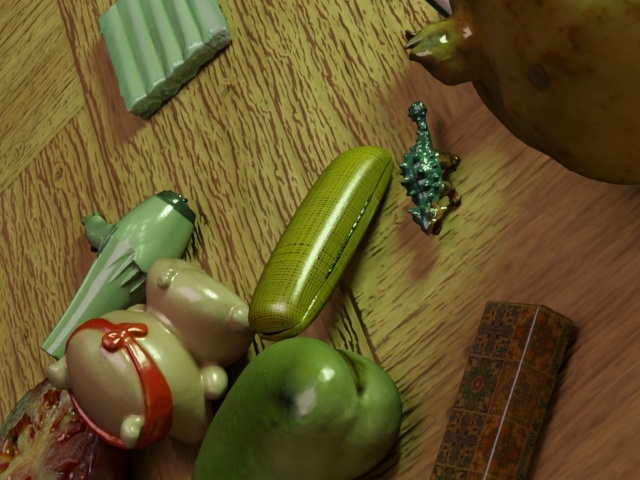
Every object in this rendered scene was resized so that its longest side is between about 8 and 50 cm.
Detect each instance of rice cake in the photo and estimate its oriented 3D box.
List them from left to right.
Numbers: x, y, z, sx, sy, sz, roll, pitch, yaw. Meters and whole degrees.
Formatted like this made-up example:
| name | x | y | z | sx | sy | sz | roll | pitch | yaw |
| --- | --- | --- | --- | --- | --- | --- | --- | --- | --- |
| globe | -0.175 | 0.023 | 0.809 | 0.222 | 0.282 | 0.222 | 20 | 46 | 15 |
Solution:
| name | x | y | z | sx | sy | sz | roll | pitch | yaw |
| --- | --- | --- | --- | --- | --- | --- | --- | --- | --- |
| rice cake | -0.188 | -0.256 | 2.266 | 0.189 | 0.037 | 0.198 | -39 | 43 | 27 |

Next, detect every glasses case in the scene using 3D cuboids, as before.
| name | x | y | z | sx | sy | sz | roll | pitch | yaw |
| --- | --- | --- | --- | --- | --- | --- | --- | --- | --- |
| glasses case | 0.000 | 0.000 | 1.843 | 0.079 | 0.064 | 0.234 | -10 | 40 | 45 |
| glasses case | 0.150 | 0.162 | 1.627 | 0.075 | 0.049 | 0.218 | 1 | 69 | 56 |

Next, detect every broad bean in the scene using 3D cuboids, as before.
| name | x | y | z | sx | sy | sz | roll | pitch | yaw |
| --- | --- | --- | --- | --- | --- | --- | --- | --- | --- |
| broad bean | -0.044 | 0.192 | 1.772 | 0.263 | 0.121 | 0.189 | -44 | 40 | 25 |

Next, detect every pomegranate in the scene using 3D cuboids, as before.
| name | x | y | z | sx | sy | sz | roll | pitch | yaw |
| --- | --- | --- | --- | --- | --- | --- | --- | --- | --- |
| pomegranate | 0.230 | -0.198 | 1.534 | 0.342 | 0.342 | 0.342 | -26 | 50 | 36 |

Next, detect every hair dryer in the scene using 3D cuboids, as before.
| name | x | y | z | sx | sy | sz | roll | pitch | yaw |
| --- | --- | --- | --- | --- | --- | --- | --- | --- | --- |
| hair dryer | -0.253 | 0.046 | 2.109 | 0.225 | 0.088 | 0.219 | -7 | 46 | 52 |

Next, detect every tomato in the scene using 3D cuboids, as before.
| name | x | y | z | sx | sy | sz | roll | pitch | yaw |
| --- | --- | --- | --- | --- | --- | --- | --- | --- | --- |
| tomato | -0.278 | 0.251 | 2.026 | 0.225 | 0.085 | 0.225 | -31 | 45 | 37 |

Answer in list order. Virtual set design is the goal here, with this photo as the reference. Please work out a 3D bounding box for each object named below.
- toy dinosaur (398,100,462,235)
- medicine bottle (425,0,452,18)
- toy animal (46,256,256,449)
| name | x | y | z | sx | sy | sz | roll | pitch | yaw |
| --- | --- | --- | --- | --- | --- | --- | --- | --- | --- |
| toy dinosaur | 0.100 | -0.068 | 1.817 | 0.049 | 0.055 | 0.154 | -33 | 49 | 37 |
| medicine bottle | 0.156 | -0.229 | 1.801 | 0.078 | 0.115 | 0.219 | -52 | 39 | 10 |
| toy animal | -0.164 | 0.119 | 1.922 | 0.198 | 0.171 | 0.171 | -45 | 38 | -8 |
